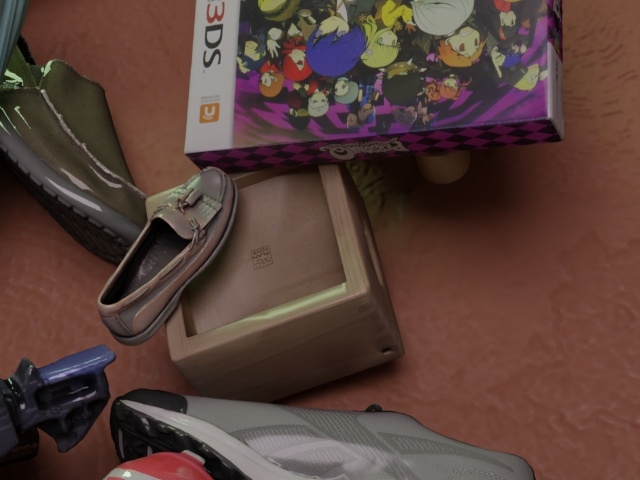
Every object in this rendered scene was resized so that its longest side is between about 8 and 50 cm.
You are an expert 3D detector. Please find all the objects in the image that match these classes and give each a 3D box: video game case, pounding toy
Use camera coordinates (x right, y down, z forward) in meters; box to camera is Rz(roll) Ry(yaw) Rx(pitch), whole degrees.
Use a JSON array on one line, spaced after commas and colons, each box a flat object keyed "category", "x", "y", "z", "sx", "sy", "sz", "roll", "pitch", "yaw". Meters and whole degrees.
[{"category": "video game case", "x": 0.034, "y": -0.152, "z": 1.016, "sx": 0.232, "sy": 0.042, "sz": 0.210, "roll": -4, "pitch": 70, "yaw": 19}, {"category": "pounding toy", "x": 0.004, "y": -0.009, "z": 1.043, "sx": 0.206, "sy": 0.094, "sz": 0.181, "roll": -19, "pitch": 53, "yaw": 8}]

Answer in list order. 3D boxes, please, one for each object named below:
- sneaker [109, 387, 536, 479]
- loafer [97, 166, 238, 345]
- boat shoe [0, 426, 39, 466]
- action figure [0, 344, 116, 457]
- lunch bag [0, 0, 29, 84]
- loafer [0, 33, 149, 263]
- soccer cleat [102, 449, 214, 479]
[{"category": "sneaker", "x": -0.001, "y": 0.142, "z": 0.973, "sx": 0.271, "sy": 0.100, "sz": 0.108, "roll": 15, "pitch": 41, "yaw": 19}, {"category": "loafer", "x": -0.091, "y": 0.004, "z": 0.985, "sx": 0.045, "sy": 0.039, "sz": 0.125, "roll": 18, "pitch": 67, "yaw": 31}, {"category": "boat shoe", "x": -0.326, "y": 0.199, "z": 0.980, "sx": 0.355, "sy": 0.132, "sz": 0.130, "roll": -24, "pitch": 84, "yaw": -10}, {"category": "action figure", "x": -0.228, "y": 0.177, "z": 0.855, "sx": 0.341, "sy": 0.178, "sz": 0.330, "roll": -28, "pitch": 99, "yaw": -18}, {"category": "lunch bag", "x": -0.310, "y": -0.111, "z": 1.081, "sx": 0.224, "sy": 0.108, "sz": 0.279, "roll": 24, "pitch": 106, "yaw": 26}, {"category": "loafer", "x": -0.182, "y": -0.081, "z": 1.121, "sx": 0.087, "sy": 0.094, "sz": 0.251, "roll": -42, "pitch": 62, "yaw": -11}, {"category": "soccer cleat", "x": -0.034, "y": 0.219, "z": 0.887, "sx": 0.248, "sy": 0.095, "sz": 0.083, "roll": 48, "pitch": 119, "yaw": 7}]
